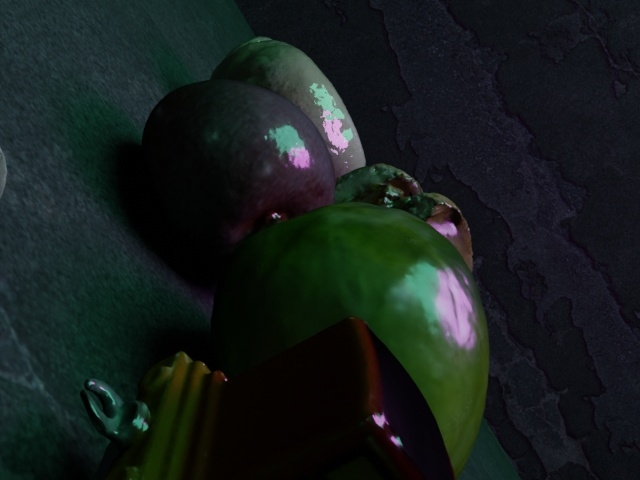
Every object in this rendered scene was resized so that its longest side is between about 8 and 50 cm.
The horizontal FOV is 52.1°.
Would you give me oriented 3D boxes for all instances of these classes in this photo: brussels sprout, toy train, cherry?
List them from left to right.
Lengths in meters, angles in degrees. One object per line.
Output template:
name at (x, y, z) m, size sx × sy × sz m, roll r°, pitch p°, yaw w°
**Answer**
cherry at (-0.108, -0.082, 0.830) m, size 0.307 × 0.221 × 0.261 m, roll 38°, pitch -26°, yaw 35°
toy train at (-0.005, 0.205, 0.430) m, size 0.369 × 0.232 × 0.163 m, roll 54°, pitch 14°, yaw -20°
brussels sprout at (0.012, 0.116, 0.648) m, size 0.268 × 0.344 × 0.344 m, roll 18°, pitch 28°, yaw -21°

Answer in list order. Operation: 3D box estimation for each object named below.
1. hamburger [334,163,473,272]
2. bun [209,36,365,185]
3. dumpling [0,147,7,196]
hamburger at (0.081, 0.073, 0.978) m, size 0.195 × 0.318 × 0.276 m, roll 32°, pitch -18°, yaw 47°
bun at (-0.084, -0.199, 1.254) m, size 0.365 × 0.219 × 0.365 m, roll 51°, pitch -16°, yaw 21°
dumpling at (-0.256, -0.056, 0.463) m, size 0.077 × 0.059 × 0.043 m, roll 60°, pitch -1°, yaw -16°
